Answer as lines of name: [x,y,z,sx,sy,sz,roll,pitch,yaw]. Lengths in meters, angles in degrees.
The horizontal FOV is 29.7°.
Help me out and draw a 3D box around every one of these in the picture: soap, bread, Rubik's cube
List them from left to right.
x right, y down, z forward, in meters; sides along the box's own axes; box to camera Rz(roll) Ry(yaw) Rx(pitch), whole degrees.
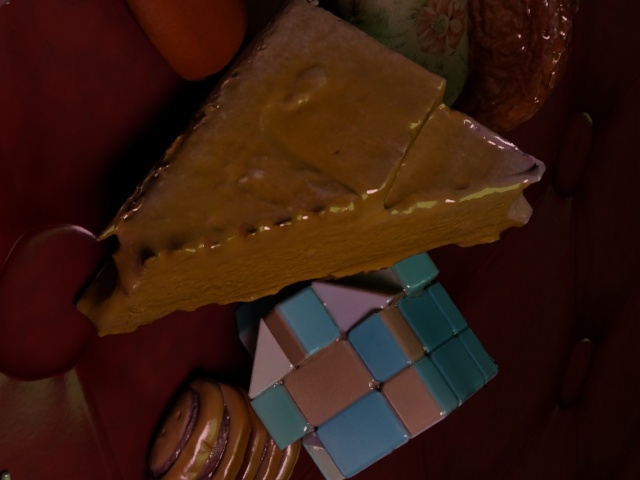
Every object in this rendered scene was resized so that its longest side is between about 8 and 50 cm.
bread: [-0.089,0.217,1.270,0.225,0.081,0.134,20,87,-58]
soap: [0.000,0.000,1.074,0.339,0.304,0.169,-56,175,-24]
Rubik's cube: [0.044,0.106,1.240,0.224,0.213,0.265,-38,171,23]

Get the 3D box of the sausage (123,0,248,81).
sausage: [-0.131,-0.232,0.965,0.300,0.083,0.089,56,47,-54]

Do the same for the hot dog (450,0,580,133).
hot dog: [0.213,-0.310,1.361,0.267,0.174,0.388,-72,158,-49]

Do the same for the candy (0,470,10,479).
candy: [-0.266,0.295,1.076,0.060,0.060,0.201,-28,120,-49]

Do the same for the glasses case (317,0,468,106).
glasses case: [0.068,-0.301,1.204,0.156,0.098,0.425,-22,128,-20]

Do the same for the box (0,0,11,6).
box: [-0.253,-0.206,0.736,0.151,0.151,0.135,-50,152,-31]
